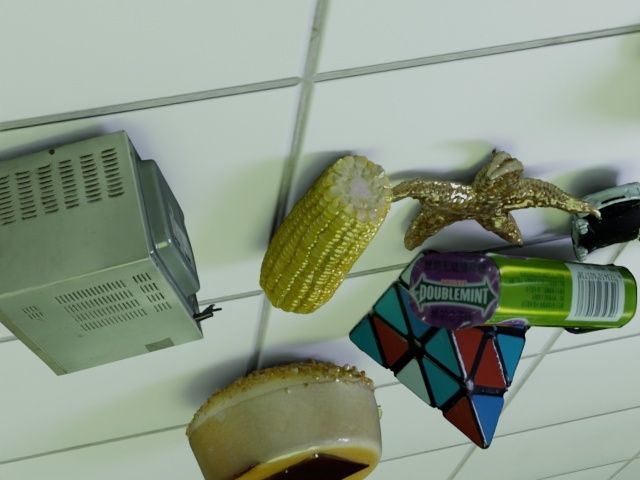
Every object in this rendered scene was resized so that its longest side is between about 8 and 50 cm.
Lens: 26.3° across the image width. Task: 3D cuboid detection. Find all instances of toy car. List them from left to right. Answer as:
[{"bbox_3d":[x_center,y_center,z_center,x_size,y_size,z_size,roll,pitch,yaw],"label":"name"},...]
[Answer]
[{"bbox_3d":[0.352,-0.028,1.668,0.095,0.056,0.205,-17,159,5],"label":"toy car"}]

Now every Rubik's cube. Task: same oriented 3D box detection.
[{"bbox_3d":[0.161,0.111,1.757,0.284,0.250,0.234,-13,138,7],"label":"Rubik's cube"}]

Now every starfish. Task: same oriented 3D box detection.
[{"bbox_3d":[0.177,-0.035,1.543,0.277,0.062,0.236,-2,156,-22],"label":"starfish"}]

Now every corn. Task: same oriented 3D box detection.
[{"bbox_3d":[0.000,0.000,1.476,0.093,0.093,0.244,-5,153,-22],"label":"corn"}]

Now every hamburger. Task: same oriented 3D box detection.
[{"bbox_3d":[-0.051,0.275,1.984,0.302,0.170,0.302,-12,153,-6],"label":"hamburger"}]

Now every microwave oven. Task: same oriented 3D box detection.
[{"bbox_3d":[-0.216,0.015,1.310,0.194,0.145,0.240,-18,157,0],"label":"microwave oven"}]

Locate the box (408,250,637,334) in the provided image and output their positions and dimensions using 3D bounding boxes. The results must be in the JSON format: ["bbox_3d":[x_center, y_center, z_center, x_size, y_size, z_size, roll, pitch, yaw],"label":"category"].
[{"bbox_3d":[0.265,0.070,1.730,0.134,0.097,0.345,-2,175,39],"label":"box"}]
